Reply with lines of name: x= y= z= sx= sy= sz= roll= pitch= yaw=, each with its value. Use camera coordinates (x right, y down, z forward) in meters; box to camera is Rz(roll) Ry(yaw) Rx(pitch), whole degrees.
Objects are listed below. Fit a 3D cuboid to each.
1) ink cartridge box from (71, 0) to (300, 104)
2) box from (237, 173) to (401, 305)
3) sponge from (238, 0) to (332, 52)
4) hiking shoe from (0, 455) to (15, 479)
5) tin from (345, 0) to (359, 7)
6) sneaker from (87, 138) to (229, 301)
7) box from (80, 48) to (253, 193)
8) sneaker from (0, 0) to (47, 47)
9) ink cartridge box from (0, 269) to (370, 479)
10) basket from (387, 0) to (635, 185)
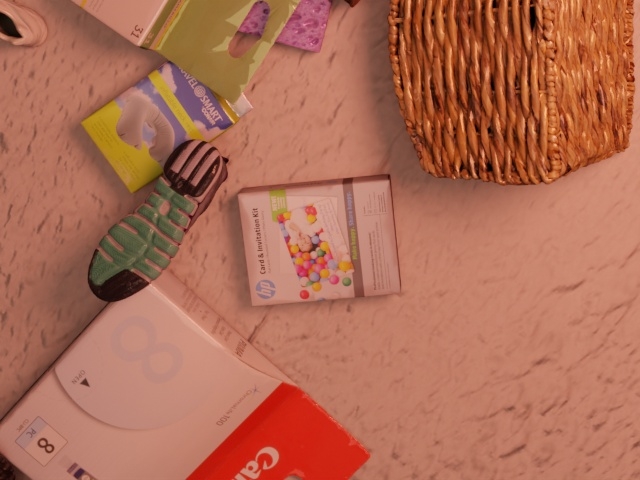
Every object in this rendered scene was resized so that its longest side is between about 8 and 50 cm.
ink cartridge box: x=-0.155 y=-0.288 z=1.270 sx=0.235 sy=0.056 sz=0.171 roll=35 pitch=100 yaw=11
box: x=0.000 y=0.000 z=1.371 sx=0.186 sy=0.038 sz=0.145 roll=-4 pitch=104 yaw=7
sponge: x=-0.031 y=-0.333 z=1.290 sx=0.117 sy=0.031 sz=0.210 roll=15 pitch=105 yaw=1
hiking shoe: x=-0.455 y=0.338 z=1.434 sx=0.114 sy=0.086 sz=0.227 roll=14 pitch=134 yaw=6
tin: x=0.078 y=-0.345 z=1.239 sx=0.040 sy=0.106 sz=0.190 roll=36 pitch=104 yaw=-4
sneaker: x=-0.182 y=-0.015 z=1.332 sx=0.083 sy=0.098 sz=0.224 roll=41 pitch=93 yaw=13
box: x=-0.183 y=-0.149 z=1.344 sx=0.178 sy=0.042 sz=0.109 roll=-33 pitch=100 yaw=12
sneaker: x=-0.396 y=-0.277 z=1.318 sx=0.152 sy=0.061 sz=0.054 roll=29 pitch=107 yaw=-2
ink cartridge box: x=-0.177 y=0.263 z=1.425 sx=0.385 sy=0.091 sz=0.308 roll=43 pitch=103 yaw=-5
basket: x=0.217 y=-0.226 z=1.268 sx=0.213 sy=0.223 sz=0.299 roll=5 pitch=108 yaw=37
